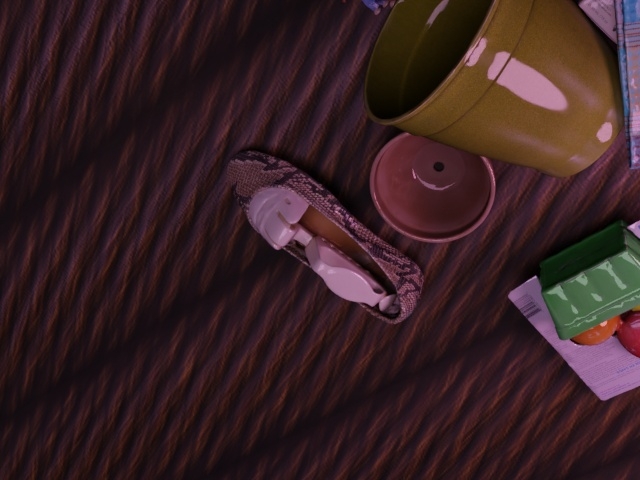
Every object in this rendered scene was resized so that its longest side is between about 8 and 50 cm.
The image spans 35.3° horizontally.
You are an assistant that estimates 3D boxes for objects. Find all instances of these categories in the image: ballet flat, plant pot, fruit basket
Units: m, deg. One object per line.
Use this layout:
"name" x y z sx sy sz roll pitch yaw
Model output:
"ballet flat" 0.000 0.000 2.015 0.483 0.182 0.164 37 121 -5
"plant pot" 0.219 -0.124 1.930 0.237 0.110 0.237 6 119 11
"fruit basket" 0.596 0.136 1.962 0.327 0.165 0.353 -32 120 28
"plant pot" 0.319 -0.282 1.688 0.353 0.366 0.366 26 123 -24

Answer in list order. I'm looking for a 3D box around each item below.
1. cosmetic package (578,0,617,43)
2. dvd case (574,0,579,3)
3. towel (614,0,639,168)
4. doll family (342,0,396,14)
"cosmetic package" 0.564 -0.466 1.600 0.113 0.160 0.309 42 123 -9
"dvd case" 0.440 -0.514 1.716 0.164 0.018 0.221 43 120 -9
"towel" 0.599 -0.294 1.551 0.271 0.040 0.370 -4 112 17
"doll family" 0.106 -0.484 1.791 0.111 0.076 0.193 31 118 -25
